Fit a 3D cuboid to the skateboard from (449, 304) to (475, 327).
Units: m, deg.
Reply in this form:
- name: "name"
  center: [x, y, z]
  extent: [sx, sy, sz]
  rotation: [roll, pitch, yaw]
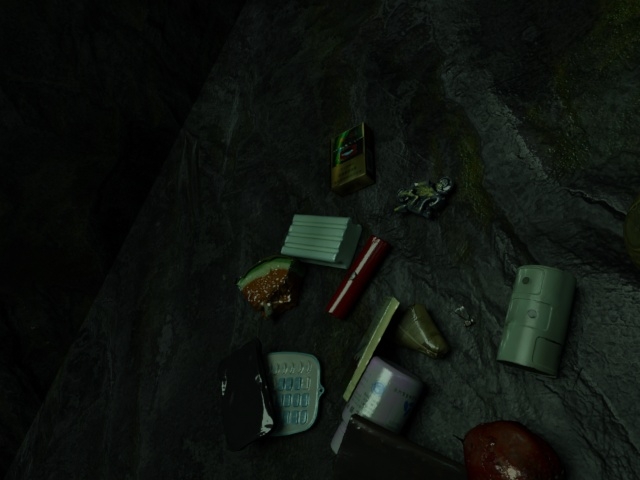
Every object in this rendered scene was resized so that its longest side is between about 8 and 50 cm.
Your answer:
- name: "skateboard"
  center: [0.349, 0.178, 1.182]
  extent: [0.032, 0.083, 0.063]
  rotation: [-37, 46, 23]

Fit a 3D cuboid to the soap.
- name: "soap"
  center: [0.000, 0.000, 1.608]
  extent: [0.266, 0.088, 0.159]
  rotation: [6, 71, 44]

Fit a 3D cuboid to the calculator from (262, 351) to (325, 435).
- name: "calculator"
  center: [-0.141, 0.484, 1.488]
  extent: [0.387, 0.054, 0.255]
  rotation: [-16, 57, 35]

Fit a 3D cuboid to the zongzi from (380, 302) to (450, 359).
- name: "zongzi"
  center: [0.240, 0.272, 1.242]
  extent: [0.176, 0.079, 0.160]
  rotation: [-49, 43, 25]

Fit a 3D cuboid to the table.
- name: "table"
  center: [0.476, 0.176, 1.034]
  extent: [0.127, 0.126, 0.219]
  rotation: [6, 72, 45]

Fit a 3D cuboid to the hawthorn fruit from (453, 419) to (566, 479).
- name: "hawthorn fruit"
  center: [0.361, 0.448, 0.950]
  extent: [0.235, 0.181, 0.181]
  rotation: [20, 81, 48]

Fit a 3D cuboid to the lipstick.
- name: "lipstick"
  center: [0.115, 0.113, 1.449]
  extent: [0.073, 0.073, 0.279]
  rotation: [31, 89, 48]

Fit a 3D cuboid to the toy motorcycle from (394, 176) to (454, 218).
- name: "toy motorcycle"
  center: [0.309, -0.120, 1.410]
  extent: [0.194, 0.061, 0.124]
  rotation: [-12, 62, 37]

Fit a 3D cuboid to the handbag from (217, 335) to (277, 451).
- name: "handbag"
  center: [-0.236, 0.478, 1.484]
  extent: [0.192, 0.075, 0.332]
  rotation: [-36, 46, 19]

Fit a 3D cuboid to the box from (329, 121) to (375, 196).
- name: "box"
  center: [0.112, -0.290, 1.684]
  extent: [0.160, 0.071, 0.239]
  rotation: [-24, 52, 35]

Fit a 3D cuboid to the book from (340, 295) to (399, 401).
- name: "book"
  center: [0.129, 0.283, 1.278]
  extent: [0.026, 0.201, 0.289]
  rotation: [28, 85, 4]

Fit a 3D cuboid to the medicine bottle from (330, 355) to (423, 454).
- name: "medicine bottle"
  center: [0.139, 0.433, 1.181]
  extent: [0.152, 0.152, 0.254]
  rotation: [24, 83, 48]

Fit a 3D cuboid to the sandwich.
- name: "sandwich"
  center: [-0.161, 0.157, 1.662]
  extent: [0.292, 0.109, 0.212]
  rotation: [-40, 54, 25]

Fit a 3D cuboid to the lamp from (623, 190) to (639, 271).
- name: "lamp"
  center: [0.719, -0.013, 0.851]
  extent: [0.285, 0.250, 0.250]
  rotation: [9, 68, 2]

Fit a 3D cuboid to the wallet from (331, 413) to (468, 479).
- name: "wallet"
  center: [0.186, 0.528, 1.057]
  extent: [0.310, 0.042, 0.165]
  rotation: [19, 92, 17]
